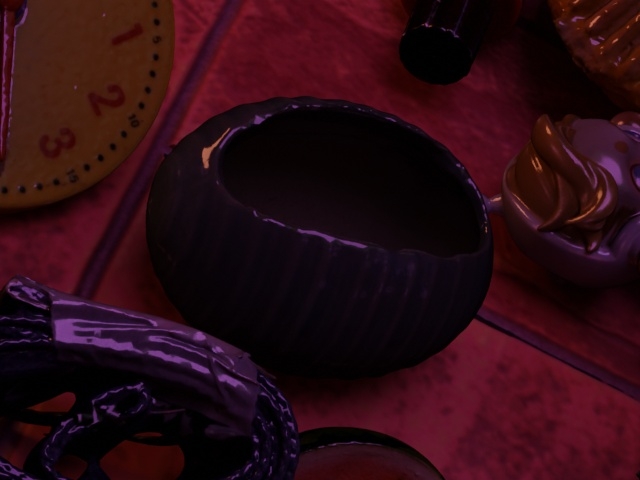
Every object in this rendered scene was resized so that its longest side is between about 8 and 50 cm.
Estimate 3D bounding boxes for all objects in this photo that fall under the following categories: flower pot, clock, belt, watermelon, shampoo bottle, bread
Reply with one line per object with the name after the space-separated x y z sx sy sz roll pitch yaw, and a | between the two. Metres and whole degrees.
0.000 0.000 1.253 0.243 0.157 0.189 12 50 -17 | flower pot
-0.225 -0.155 1.246 0.293 0.071 0.277 -37 102 -33 | clock
-0.132 0.111 1.120 0.230 0.126 0.139 14 79 -10 | belt
0.025 0.153 1.208 0.163 0.069 0.087 9 52 -18 | watermelon
0.128 -0.235 1.528 0.104 0.104 0.278 28 48 -5 | shampoo bottle
0.290 -0.190 1.530 0.240 0.139 0.240 33 29 -21 | bread

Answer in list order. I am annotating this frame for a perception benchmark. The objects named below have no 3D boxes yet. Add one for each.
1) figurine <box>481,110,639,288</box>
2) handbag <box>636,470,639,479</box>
0.257 -0.012 1.419 0.274 0.133 0.194 11 40 -37 | figurine
0.300 0.227 1.170 0.247 0.079 0.260 -40 79 -9 | handbag
